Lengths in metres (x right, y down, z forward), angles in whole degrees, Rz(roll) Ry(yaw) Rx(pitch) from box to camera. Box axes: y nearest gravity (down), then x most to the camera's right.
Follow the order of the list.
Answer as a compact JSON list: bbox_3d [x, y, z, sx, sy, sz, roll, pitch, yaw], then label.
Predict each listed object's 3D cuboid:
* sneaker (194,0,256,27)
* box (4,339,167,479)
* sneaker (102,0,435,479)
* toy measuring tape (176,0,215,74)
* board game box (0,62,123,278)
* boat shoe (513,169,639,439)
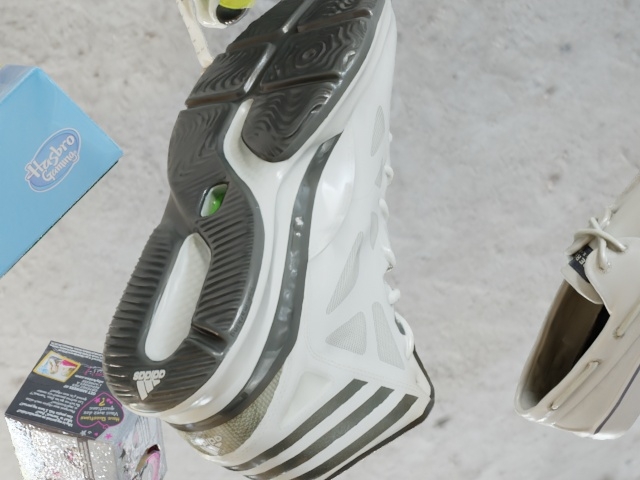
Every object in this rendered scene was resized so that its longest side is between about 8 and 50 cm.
[{"bbox_3d":[-0.177,-0.309,0.895,0.385,0.145,0.147,25,82,-28],"label":"sneaker"},{"bbox_3d":[-0.315,0.284,1.528,0.163,0.142,0.247,13,136,11],"label":"box"},{"bbox_3d":[-0.001,0.000,0.925,0.169,0.447,0.257,-6,141,36],"label":"sneaker"},{"bbox_3d":[-0.160,-0.375,1.400,0.121,0.121,0.330,-23,100,-2],"label":"toy measuring tape"},{"bbox_3d":[-0.257,-0.005,0.673,0.242,0.316,0.064,-47,113,-10],"label":"board game box"},{"bbox_3d":[0.215,0.024,0.794,0.088,0.096,0.267,10,119,-19],"label":"boat shoe"}]
